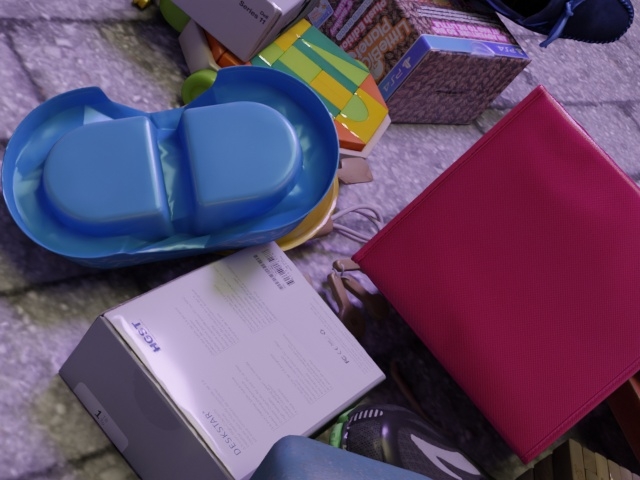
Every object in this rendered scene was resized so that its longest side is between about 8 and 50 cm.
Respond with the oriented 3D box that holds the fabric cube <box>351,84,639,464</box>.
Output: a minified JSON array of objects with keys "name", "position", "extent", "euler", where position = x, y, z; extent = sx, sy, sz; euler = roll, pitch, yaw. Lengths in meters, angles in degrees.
[{"name":"fabric cube","position":[0.229,0.039,1.110],"extent":[0.258,0.254,0.259],"euler":[48,9,14]}]

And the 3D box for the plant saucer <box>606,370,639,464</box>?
[{"name":"plant saucer","position":[0.408,0.210,1.300],"extent":[0.258,0.048,0.259],"euler":[24,37,-50]}]

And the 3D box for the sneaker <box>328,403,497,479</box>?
[{"name":"sneaker","position":[0.214,0.284,0.958],"extent":[0.483,0.202,0.185],"euler":[36,36,-8]}]

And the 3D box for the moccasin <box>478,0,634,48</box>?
[{"name":"moccasin","position":[0.297,-0.340,1.510],"extent":[0.342,0.137,0.117],"euler":[12,29,-20]}]

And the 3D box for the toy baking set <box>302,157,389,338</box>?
[{"name":"toy baking set","position":[-0.005,-0.001,1.175],"extent":[0.197,0.030,0.256],"euler":[25,52,-32]}]

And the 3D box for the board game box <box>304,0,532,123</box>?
[{"name":"board game box","position":[0.117,-0.320,1.537],"extent":[0.232,0.141,0.291],"euler":[-4,56,-45]}]

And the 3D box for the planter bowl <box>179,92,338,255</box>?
[{"name":"planter bowl","position":[-0.081,-0.094,1.100],"extent":[0.217,0.090,0.217],"euler":[6,49,-7]}]

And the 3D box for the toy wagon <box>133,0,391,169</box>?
[{"name":"toy wagon","position":[-0.073,-0.217,1.319],"extent":[0.344,0.068,0.267],"euler":[39,36,-4]}]

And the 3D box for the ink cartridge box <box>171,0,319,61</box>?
[{"name":"ink cartridge box","position":[-0.084,-0.318,1.282],"extent":[0.153,0.087,0.208],"euler":[40,35,-1]}]

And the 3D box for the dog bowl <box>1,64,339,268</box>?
[{"name":"dog bowl","position":[-0.133,-0.060,0.983],"extent":[0.297,0.074,0.165],"euler":[-9,70,-8]}]

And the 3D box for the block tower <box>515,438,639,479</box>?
[{"name":"block tower","position":[0.353,0.328,1.138],"extent":[0.335,0.091,0.097],"euler":[29,37,-18]}]

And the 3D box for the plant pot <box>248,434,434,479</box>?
[{"name":"plant pot","position":[0.021,0.284,0.760],"extent":[0.247,0.247,0.252],"euler":[23,24,-24]}]

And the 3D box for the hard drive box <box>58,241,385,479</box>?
[{"name":"hard drive box","position":[-0.079,0.117,0.953],"extent":[0.181,0.089,0.232],"euler":[50,36,11]}]
